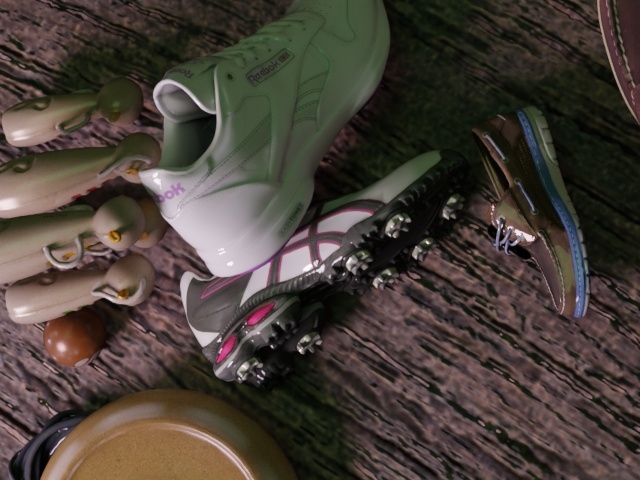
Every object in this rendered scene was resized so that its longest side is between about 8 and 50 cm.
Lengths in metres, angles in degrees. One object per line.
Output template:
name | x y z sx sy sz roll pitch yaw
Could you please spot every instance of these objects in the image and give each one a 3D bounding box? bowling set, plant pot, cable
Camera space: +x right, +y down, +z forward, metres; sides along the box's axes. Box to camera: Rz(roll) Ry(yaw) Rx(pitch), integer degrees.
bowling set | -0.184 -0.001 1.654 0.154 0.200 0.287 -13 34 11
plant pot | -0.128 0.239 1.603 0.236 0.032 0.236 -1 86 11
cable | -0.181 0.222 1.658 0.184 0.047 0.150 16 90 14

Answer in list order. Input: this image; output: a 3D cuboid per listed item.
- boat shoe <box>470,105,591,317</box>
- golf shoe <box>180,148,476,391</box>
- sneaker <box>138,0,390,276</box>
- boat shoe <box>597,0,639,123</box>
boat shoe | 0.167 -0.018 1.578 0.066 0.066 0.183 -12 65 -7
golf shoe | 0.000 0.000 1.614 0.273 0.105 0.120 -39 63 5
sneaker | -0.043 -0.126 1.587 0.114 0.152 0.305 -11 46 47
boat shoe | 0.309 -0.090 1.523 0.123 0.123 0.342 -23 74 11
